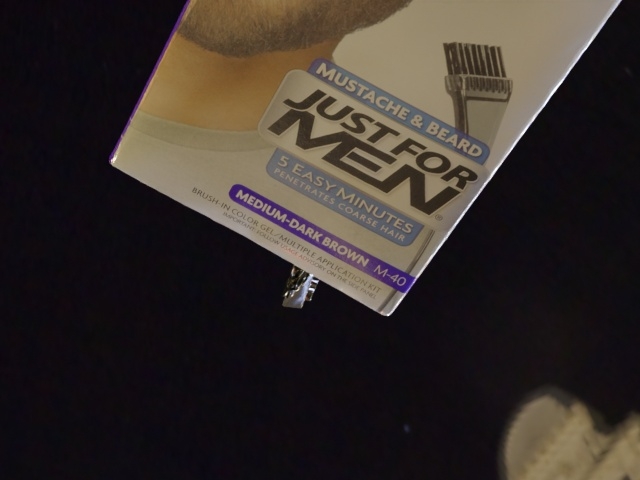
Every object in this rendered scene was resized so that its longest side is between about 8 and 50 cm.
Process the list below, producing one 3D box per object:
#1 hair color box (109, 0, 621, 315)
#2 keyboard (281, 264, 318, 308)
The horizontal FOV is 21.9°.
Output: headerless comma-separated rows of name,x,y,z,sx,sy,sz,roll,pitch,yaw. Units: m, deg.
hair color box,0.040,-0.132,0.849,0.185,0.110,0.339,29,-49,-4
keyboard,0.000,0.000,1.263,0.023,0.108,0.180,24,-26,3
